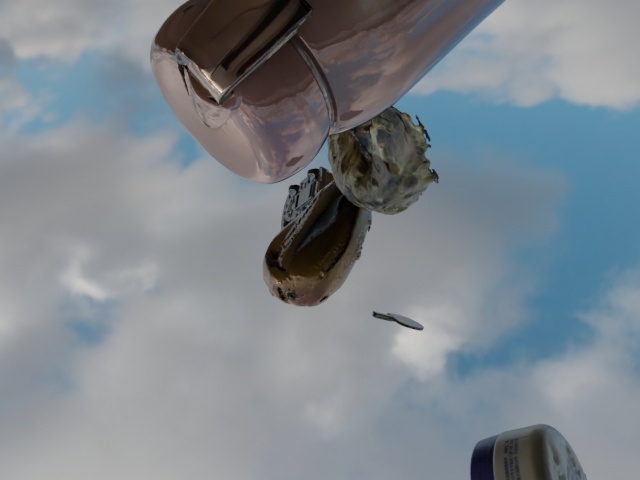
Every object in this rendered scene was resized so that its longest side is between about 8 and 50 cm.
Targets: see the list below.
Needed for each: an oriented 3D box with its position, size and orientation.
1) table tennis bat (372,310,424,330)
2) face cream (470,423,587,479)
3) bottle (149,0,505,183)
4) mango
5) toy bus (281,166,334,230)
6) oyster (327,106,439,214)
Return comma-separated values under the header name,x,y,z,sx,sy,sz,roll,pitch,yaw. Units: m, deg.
name,x,y,z,sx,sy,sz,roll,pitch,yaw
table tennis bat,0.109,0.112,0.978,0.083,0.007,0.050,16,-171,-29
face cream,0.293,0.353,0.923,0.111,0.206,0.206,-24,-156,28
bottle,0.014,-0.183,0.512,0.297,0.173,0.206,-44,179,-17
mango,0.000,0.000,1.188,0.156,0.151,0.248,19,-107,32
toy bus,-0.002,-0.079,1.688,0.136,0.209,0.126,19,-116,-23
oyster,0.064,-0.115,0.896,0.094,0.166,0.294,-25,172,-7
